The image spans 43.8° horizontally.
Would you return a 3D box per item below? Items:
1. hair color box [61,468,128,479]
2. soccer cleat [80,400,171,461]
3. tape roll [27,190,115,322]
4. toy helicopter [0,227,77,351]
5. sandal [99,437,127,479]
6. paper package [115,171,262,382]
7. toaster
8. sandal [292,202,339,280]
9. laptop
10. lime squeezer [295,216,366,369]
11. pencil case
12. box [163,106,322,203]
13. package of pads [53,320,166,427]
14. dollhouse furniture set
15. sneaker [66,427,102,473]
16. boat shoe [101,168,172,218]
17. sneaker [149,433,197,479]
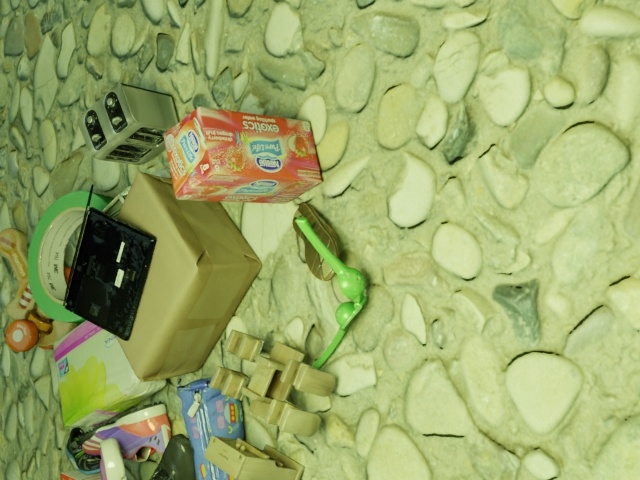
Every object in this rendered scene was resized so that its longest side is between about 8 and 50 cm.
[{"bbox_3d":[-0.551,0.598,1.942,0.167,0.093,0.053,-1,89,45],"label":"hair color box"},{"bbox_3d":[-0.454,0.468,1.845,0.318,0.109,0.116,-30,74,38],"label":"soccer cleat"},{"bbox_3d":[-0.580,0.042,1.942,0.321,0.077,0.321,-6,79,31],"label":"tape roll"},{"bbox_3d":[-0.752,0.109,2.114,0.235,0.140,0.355,-36,75,14],"label":"toy helicopter"},{"bbox_3d":[-0.475,0.628,1.793,0.169,0.102,0.416,-137,42,-64],"label":"sandal"},{"bbox_3d":[-0.319,0.070,1.674,0.309,0.168,0.324,52,124,32],"label":"paper package"},{"bbox_3d":[-0.420,-0.258,1.786,0.168,0.186,0.110,-30,71,32],"label":"toaster"},{"bbox_3d":[0.000,0.000,1.449,0.072,0.049,0.180,-52,41,24],"label":"sandal"},{"bbox_3d":[-0.447,0.041,1.679,0.264,0.136,0.234,24,107,18],"label":"laptop"},{"bbox_3d":[0.025,0.107,1.377,0.110,0.059,0.310,-3,119,5],"label":"lime squeezer"},{"bbox_3d":[-0.206,0.417,1.581,0.119,0.133,0.306,-13,79,14],"label":"pencil case"},{"bbox_3d":[-0.135,-0.147,1.433,0.123,0.257,0.128,-26,71,44],"label":"box"},{"bbox_3d":[-0.495,0.290,1.850,0.297,0.101,0.229,-34,60,30],"label":"package of pads"},{"bbox_3d":[-0.086,0.317,1.480,0.212,0.161,0.242,18,84,44],"label":"dollhouse furniture set"},{"bbox_3d":[-0.584,0.525,1.993,0.188,0.067,0.078,20,109,46],"label":"sneaker"},{"bbox_3d":[-0.419,-0.079,1.789,0.226,0.076,0.083,-44,67,8],"label":"boat shoe"},{"bbox_3d":[-0.336,0.554,1.706,0.109,0.130,0.286,21,102,45],"label":"sneaker"}]
